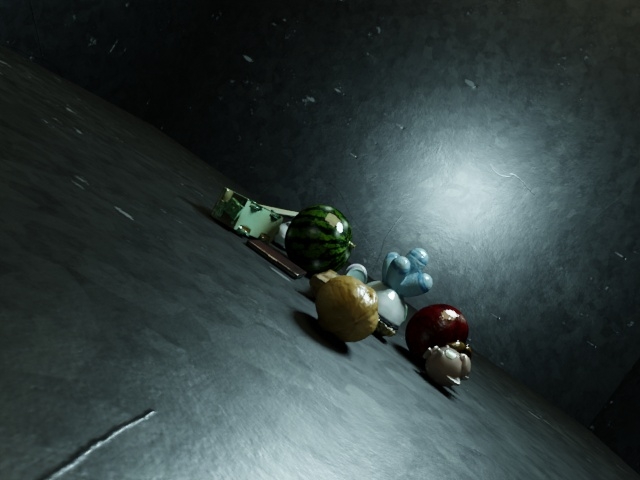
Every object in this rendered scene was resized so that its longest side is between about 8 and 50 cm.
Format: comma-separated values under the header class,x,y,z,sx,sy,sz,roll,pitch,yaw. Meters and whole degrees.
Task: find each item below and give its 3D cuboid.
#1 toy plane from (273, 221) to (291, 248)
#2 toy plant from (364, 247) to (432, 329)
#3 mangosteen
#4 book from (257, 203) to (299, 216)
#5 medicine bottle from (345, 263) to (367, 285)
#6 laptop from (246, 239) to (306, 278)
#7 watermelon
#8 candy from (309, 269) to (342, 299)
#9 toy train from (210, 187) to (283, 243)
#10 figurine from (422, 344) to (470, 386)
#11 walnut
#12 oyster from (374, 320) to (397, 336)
class,x,y,z,sx,sy,sz,roll,pitch,yaw
toy plane,-0.143,-0.028,2.227,0.266,0.123,0.267,34,6,-4
toy plant,0.315,0.168,2.103,0.247,0.332,0.247,36,3,-2
mangosteen,0.395,0.336,1.698,0.215,0.215,0.258,30,28,-51
book,-0.209,-0.128,2.330,0.388,0.032,0.269,11,-2,2
medicine bottle,0.165,0.169,2.394,0.108,0.108,0.426,35,2,3
laptop,-0.147,0.062,1.740,0.207,0.026,0.154,34,5,7
watermelon,-0.005,-0.001,1.942,0.269,0.269,0.269,34,3,-2
candy,0.043,0.158,1.648,0.143,0.101,0.271,29,-3,7
toy train,-0.255,-0.081,1.868,0.159,0.129,0.326,29,2,24
figurine,0.373,0.371,1.543,0.138,0.125,0.125,38,5,28
walnut,0.064,0.164,1.259,0.159,0.159,0.206,34,2,-12
oyster,0.195,0.282,1.681,0.103,0.051,0.148,31,-11,-12
